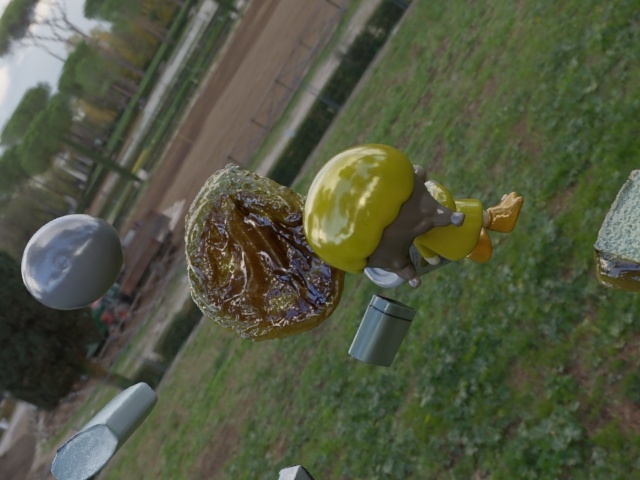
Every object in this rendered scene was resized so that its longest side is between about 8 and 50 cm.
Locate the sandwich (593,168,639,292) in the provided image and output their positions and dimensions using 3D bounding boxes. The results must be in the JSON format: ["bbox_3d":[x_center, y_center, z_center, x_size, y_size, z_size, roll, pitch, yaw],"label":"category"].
[{"bbox_3d":[0.565,-0.005,1.266,0.251,0.087,0.226,9,50,41],"label":"sandwich"}]

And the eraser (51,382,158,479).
[{"bbox_3d":[-0.525,0.469,2.043,0.189,0.104,0.290,-45,1,13],"label":"eraser"}]

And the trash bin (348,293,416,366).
[{"bbox_3d":[0.125,0.182,1.673,0.059,0.116,0.129,27,95,39],"label":"trash bin"}]

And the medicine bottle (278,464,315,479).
[{"bbox_3d":[-0.028,0.538,1.539,0.052,0.171,0.201,-30,14,20],"label":"medicine bottle"}]

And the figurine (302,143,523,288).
[{"bbox_3d":[0.142,-0.041,1.321,0.187,0.344,0.215,-114,36,-53],"label":"figurine"}]

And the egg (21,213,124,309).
[{"bbox_3d":[-0.473,0.038,1.601,0.232,0.176,0.176,-35,28,35],"label":"egg"}]

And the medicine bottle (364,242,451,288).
[{"bbox_3d":[0.236,0.001,1.974,0.289,0.157,0.157,-20,-15,-39],"label":"medicine bottle"}]

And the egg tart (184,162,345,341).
[{"bbox_3d":[-0.116,0.038,1.708,0.153,0.352,0.339,-19,-54,-85],"label":"egg tart"}]
